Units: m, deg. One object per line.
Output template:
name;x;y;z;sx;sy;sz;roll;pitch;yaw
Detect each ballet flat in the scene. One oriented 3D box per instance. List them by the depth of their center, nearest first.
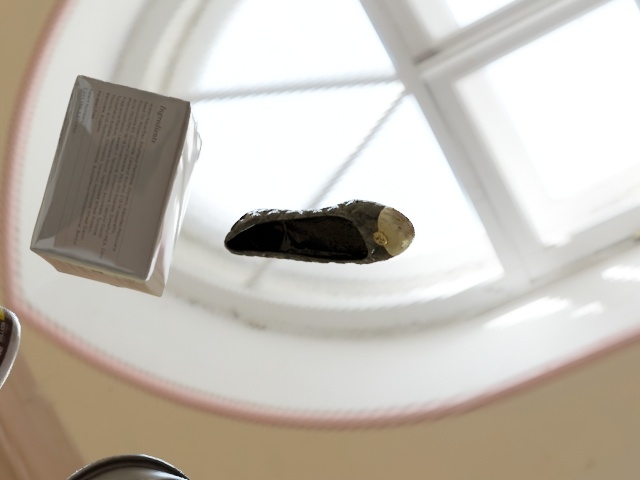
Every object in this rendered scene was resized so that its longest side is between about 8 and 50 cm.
ballet flat;0.000;0.000;1.301;0.049;0.173;0.057;-41;-60;-48

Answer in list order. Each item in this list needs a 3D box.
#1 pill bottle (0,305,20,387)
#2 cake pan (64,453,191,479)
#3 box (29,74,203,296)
pill bottle;-0.413;0.081;1.588;0.215;0.117;0.117;30;-141;-29
cake pan;-0.146;0.326;1.345;0.293;0.054;0.293;7;-99;-53
box;-0.198;-0.049;1.604;0.181;0.119;0.182;95;-171;-82
